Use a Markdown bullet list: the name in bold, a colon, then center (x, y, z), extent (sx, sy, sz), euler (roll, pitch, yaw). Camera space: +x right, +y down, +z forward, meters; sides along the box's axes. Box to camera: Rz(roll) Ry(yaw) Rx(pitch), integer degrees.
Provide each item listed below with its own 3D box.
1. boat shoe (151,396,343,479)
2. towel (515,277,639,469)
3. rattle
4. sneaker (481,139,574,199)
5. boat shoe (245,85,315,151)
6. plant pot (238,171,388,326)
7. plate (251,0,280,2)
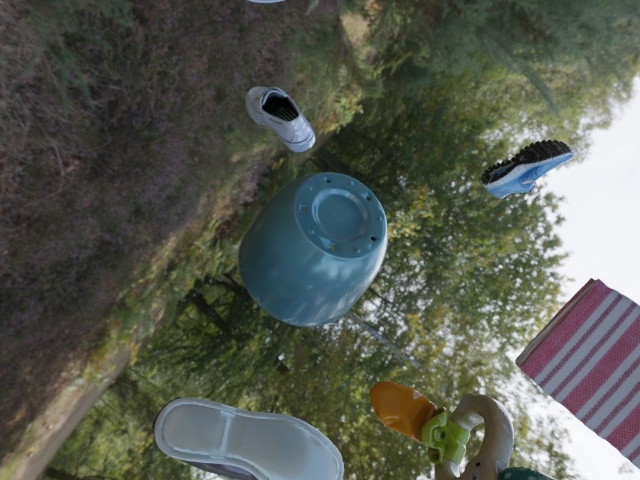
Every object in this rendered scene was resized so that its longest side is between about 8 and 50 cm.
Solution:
- **boat shoe**: center (-0.117, 0.343, 0.713), extent (0.097, 0.324, 0.116), euler (-41, -150, 54)
- **towel**: center (0.343, 0.154, 0.477), extent (0.144, 0.197, 0.029), euler (-49, 156, 3)
- **rattle**: center (0.142, 0.219, 0.466), extent (0.130, 0.143, 0.199), euler (-44, 180, 7)
- **sneaker**: center (0.393, -0.131, 0.815), extent (0.162, 0.073, 0.063), euler (-25, -144, 25)
- **boat shoe**: center (-0.082, -0.256, 0.818), extent (0.083, 0.226, 0.076), euler (-37, 143, -12)
- **plant pot**: center (0.000, 0.000, 0.874), extent (0.293, 0.293, 0.235), euler (-57, -178, -34)
- **plate**: center (-0.071, -0.386, 0.506), extent (0.188, 0.188, 0.024), euler (-48, -153, 29)
